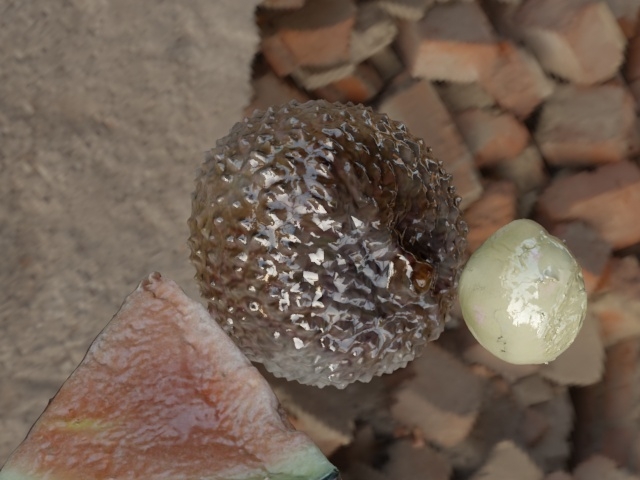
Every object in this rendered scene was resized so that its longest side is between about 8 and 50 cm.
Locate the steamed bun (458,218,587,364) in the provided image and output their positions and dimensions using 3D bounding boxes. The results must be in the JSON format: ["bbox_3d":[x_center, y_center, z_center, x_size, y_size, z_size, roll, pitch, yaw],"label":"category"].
[{"bbox_3d":[0.173,0.051,1.464,0.091,0.130,0.112,-25,47,-27],"label":"steamed bun"}]

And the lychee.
[{"bbox_3d":[0.000,0.006,1.625,0.300,0.300,0.300,10,70,-29],"label":"lychee"}]

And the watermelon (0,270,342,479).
[{"bbox_3d":[-0.092,0.128,0.940,0.207,0.136,0.202,0,31,-14],"label":"watermelon"}]
